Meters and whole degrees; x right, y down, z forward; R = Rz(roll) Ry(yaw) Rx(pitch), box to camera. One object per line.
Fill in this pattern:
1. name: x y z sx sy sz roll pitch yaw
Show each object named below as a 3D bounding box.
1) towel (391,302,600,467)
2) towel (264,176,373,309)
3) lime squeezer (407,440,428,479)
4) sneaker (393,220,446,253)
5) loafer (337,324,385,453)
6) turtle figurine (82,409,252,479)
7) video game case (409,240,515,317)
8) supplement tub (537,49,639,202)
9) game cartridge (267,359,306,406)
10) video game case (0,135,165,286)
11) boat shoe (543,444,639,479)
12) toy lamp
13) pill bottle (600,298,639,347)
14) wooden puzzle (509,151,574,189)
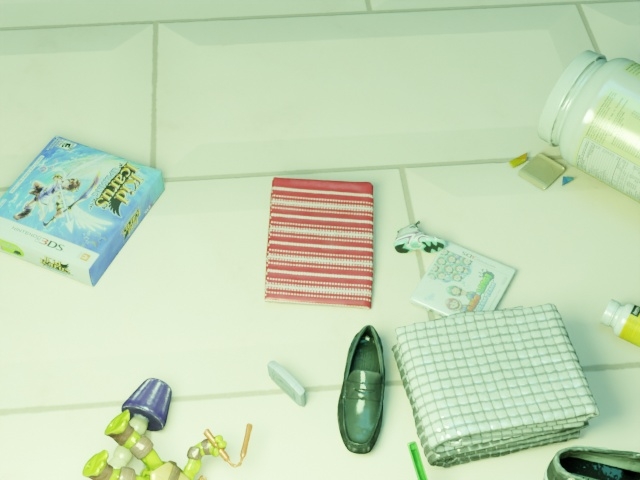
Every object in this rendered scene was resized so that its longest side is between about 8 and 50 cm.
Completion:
1. towel: 0.280 0.232 1.573 0.284 0.121 0.235 -9 50 -7
2. towel: 0.000 0.000 1.790 0.199 0.031 0.275 3 59 -1
3. lime squeezer: 0.185 0.447 1.402 0.059 0.110 0.310 -26 50 1
4. sneaker: 0.188 -0.011 1.809 0.098 0.038 0.069 0 45 14
5. loafer: 0.068 0.241 1.582 0.076 0.078 0.223 5 51 3
6. turtle figurine: -0.234 0.350 1.450 0.217 0.087 0.269 41 67 -20
7. video game case: 0.259 0.083 1.753 0.143 0.019 0.157 24 55 18
8. supplement tub: 0.612 -0.208 1.858 0.325 0.235 0.235 34 58 24
9. game cartridge: -0.056 0.236 1.598 0.017 0.056 0.083 -40 62 -20
10. video game case: -0.469 -0.064 1.829 0.244 0.061 0.269 20 53 13
11. boat shoe: 0.502 0.371 1.469 0.306 0.105 0.113 13 52 9
12. toy lamp: -0.307 0.338 1.497 0.080 0.080 0.274 15 54 10
13. pill bottle: 0.551 0.149 1.677 0.116 0.065 0.065 26 55 19
14. wooden puzzle: 0.445 -0.139 1.942 0.078 0.014 0.116 -36 60 -21
